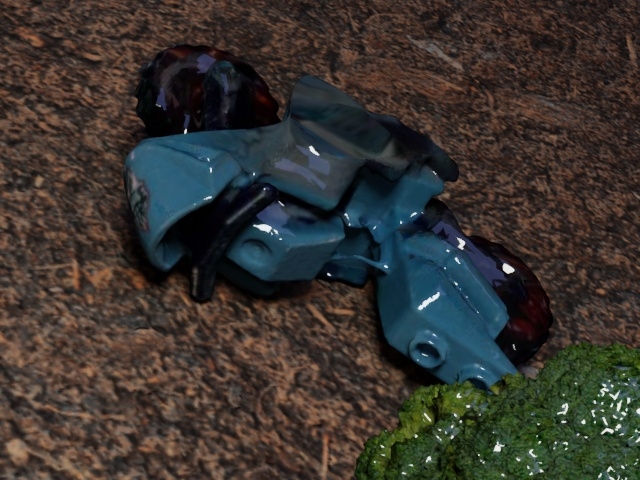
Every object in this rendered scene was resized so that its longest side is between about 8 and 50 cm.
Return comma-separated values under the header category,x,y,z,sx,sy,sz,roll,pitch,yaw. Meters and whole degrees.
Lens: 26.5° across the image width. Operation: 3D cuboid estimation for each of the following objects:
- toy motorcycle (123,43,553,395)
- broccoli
category,x,y,z,sx,sy,sz,roll,pitch,yaw
toy motorcycle,0.000,0.000,1.125,0.416,0.172,0.232,36,41,-3
broccoli,0.177,0.217,0.864,0.321,0.304,0.283,70,14,18
